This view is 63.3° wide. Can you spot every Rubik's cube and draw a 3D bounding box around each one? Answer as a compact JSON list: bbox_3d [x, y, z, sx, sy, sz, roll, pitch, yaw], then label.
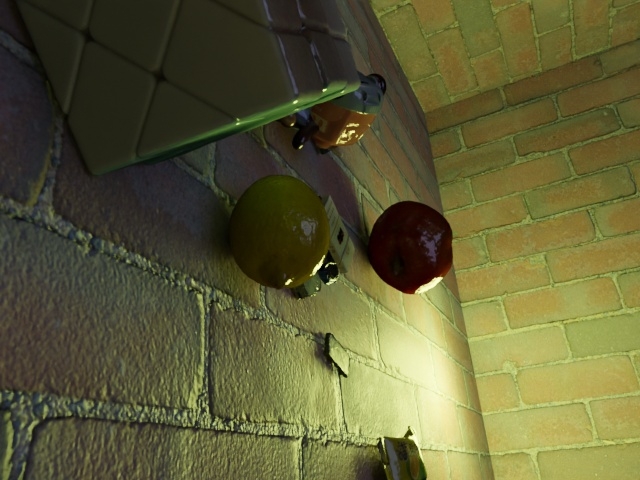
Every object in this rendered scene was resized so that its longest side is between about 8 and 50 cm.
[{"bbox_3d":[-0.164,-0.302,0.715,0.319,0.321,0.316,71,24,-12],"label":"Rubik's cube"}]

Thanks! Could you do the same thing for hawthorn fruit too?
[{"bbox_3d":[0.272,0.034,1.617,0.330,0.287,0.287,-44,117,-57],"label":"hawthorn fruit"}]

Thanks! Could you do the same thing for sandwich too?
[{"bbox_3d":[-0.032,0.093,1.145,0.105,0.035,0.093,50,32,-48],"label":"sandwich"}]

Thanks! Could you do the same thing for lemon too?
[{"bbox_3d":[-0.073,-0.017,0.926,0.187,0.186,0.244,50,31,-46],"label":"lemon"}]

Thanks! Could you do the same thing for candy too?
[{"bbox_3d":[0.223,0.593,1.363,0.297,0.081,0.187,22,54,-63],"label":"candy"}]

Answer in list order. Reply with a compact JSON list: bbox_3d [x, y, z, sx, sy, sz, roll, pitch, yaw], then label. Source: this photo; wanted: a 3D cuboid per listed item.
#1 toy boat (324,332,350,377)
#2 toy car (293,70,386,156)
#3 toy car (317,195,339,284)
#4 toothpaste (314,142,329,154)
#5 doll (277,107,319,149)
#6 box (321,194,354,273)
[{"bbox_3d":[0.040,0.271,1.225,0.115,0.016,0.063,56,28,-39],"label":"toy boat"},{"bbox_3d":[0.012,-0.346,1.280,0.270,0.212,0.180,42,33,25],"label":"toy car"},{"bbox_3d":[0.000,0.000,1.247,0.103,0.063,0.216,7,75,-65],"label":"toy car"},{"bbox_3d":[-0.035,-0.345,1.422,0.239,0.039,0.062,61,22,-27],"label":"toothpaste"},{"bbox_3d":[-0.107,-0.374,1.045,0.339,0.209,0.318,30,46,-57],"label":"doll"},{"bbox_3d":[0.034,-0.013,1.219,0.167,0.024,0.090,63,30,-31],"label":"box"}]
